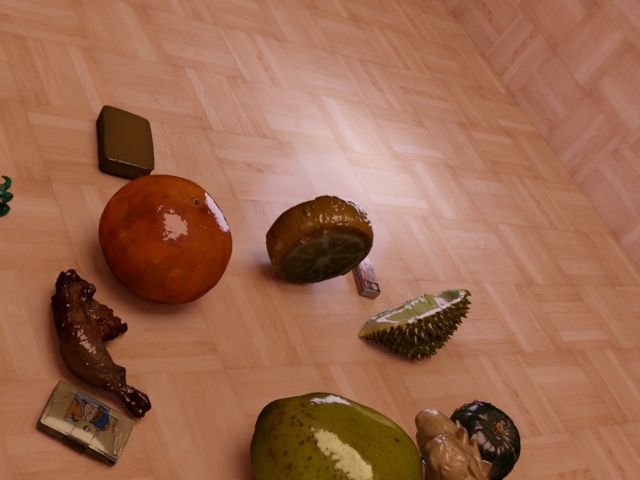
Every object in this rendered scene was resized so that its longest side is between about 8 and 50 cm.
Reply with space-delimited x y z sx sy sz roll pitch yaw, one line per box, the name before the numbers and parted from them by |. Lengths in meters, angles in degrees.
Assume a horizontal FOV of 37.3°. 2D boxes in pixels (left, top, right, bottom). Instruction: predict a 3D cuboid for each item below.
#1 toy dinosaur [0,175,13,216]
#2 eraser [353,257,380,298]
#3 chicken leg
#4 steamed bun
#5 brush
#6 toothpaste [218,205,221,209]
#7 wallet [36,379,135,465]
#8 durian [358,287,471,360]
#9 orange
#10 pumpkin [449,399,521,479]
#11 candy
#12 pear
toy dinosaur | -0.663 -0.094 1.885 0.096 0.059 0.132 38 41 8
eraser | 0.115 0.093 2.436 0.052 0.029 0.122 18 40 -30
chicken leg | -0.420 0.189 1.773 0.177 0.083 0.322 24 31 -47
steamed bun | 0.285 0.479 1.937 0.295 0.137 0.292 72 0 -76
brush | -0.460 -0.226 2.227 0.123 0.059 0.197 14 40 -28
toothpaste | -0.296 -0.049 2.201 0.057 0.034 0.197 40 35 17
wallet | -0.409 0.318 1.660 0.155 0.039 0.110 31 33 -12
durian | 0.261 0.186 2.364 0.169 0.157 0.355 34 30 23
orange | -0.316 -0.007 1.965 0.284 0.226 0.284 31 34 -24
pumpkin | 0.367 0.456 2.150 0.190 0.146 0.190 27 24 -13
candy | 0.000 0.000 2.233 0.260 0.260 0.118 9 49 -37
pear | 0.017 0.409 1.794 0.318 0.238 0.342 42 33 -12
